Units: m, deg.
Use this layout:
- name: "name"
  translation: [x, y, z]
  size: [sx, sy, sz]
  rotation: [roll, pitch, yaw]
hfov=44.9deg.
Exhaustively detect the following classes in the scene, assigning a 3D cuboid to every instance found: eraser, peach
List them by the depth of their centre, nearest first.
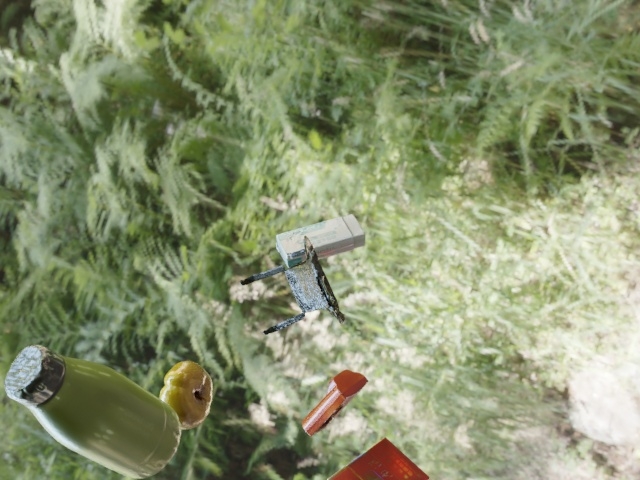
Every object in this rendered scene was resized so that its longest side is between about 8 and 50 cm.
- name: "peach"
  translation: [-0.357, 0.411, 2.064]
  size: [0.179, 0.103, 0.179]
  rotation: [-4, -90, -68]
- name: "eraser"
  translation: [0.000, 0.000, 2.080]
  size: [0.095, 0.225, 0.052]
  rotation: [-119, 19, -45]

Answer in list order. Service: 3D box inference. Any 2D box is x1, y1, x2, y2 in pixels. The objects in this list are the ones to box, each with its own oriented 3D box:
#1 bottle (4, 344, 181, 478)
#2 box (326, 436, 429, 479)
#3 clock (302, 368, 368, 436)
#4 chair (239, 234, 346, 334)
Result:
- name: "bottle"
  translation: [-0.291, 0.218, 0.999]
  size: [0.260, 0.112, 0.112]
  rotation: [51, -133, -47]
- name: "box"
  translation: [0.095, 0.422, 1.336]
  size: [0.175, 0.112, 0.048]
  rotation: [-20, -38, -49]
- name: "clock"
  translation: [0.027, 0.369, 1.771]
  size: [0.155, 0.061, 0.113]
  rotation: [-54, -17, 28]
- name: "chair"
  translation: [-0.024, 0.082, 1.442]
  size: [0.149, 0.174, 0.213]
  rotation: [-26, 4, -42]
